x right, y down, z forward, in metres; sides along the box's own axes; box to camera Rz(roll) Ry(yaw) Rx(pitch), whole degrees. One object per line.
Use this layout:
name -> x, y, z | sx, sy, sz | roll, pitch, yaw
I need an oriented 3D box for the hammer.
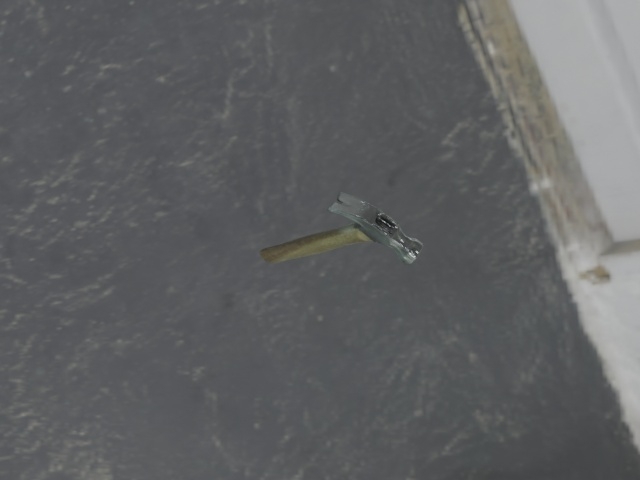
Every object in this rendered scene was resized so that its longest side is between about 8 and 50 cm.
hammer -> 0.000, 0.000, 0.862 | 0.062, 0.182, 0.017 | 40, 67, -19
